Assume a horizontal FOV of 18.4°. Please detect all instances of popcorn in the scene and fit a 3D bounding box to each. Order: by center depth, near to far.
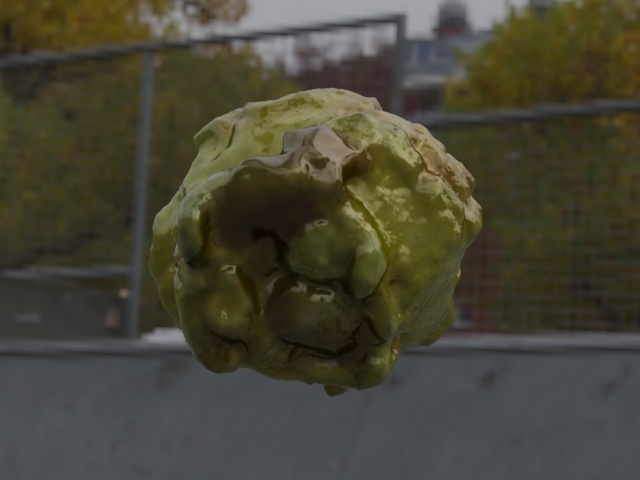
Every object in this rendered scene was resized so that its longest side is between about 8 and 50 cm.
[{"bbox_3d":[0.000,0.004,1.149,0.197,0.197,0.155,5,18,-13],"label":"popcorn"}]
